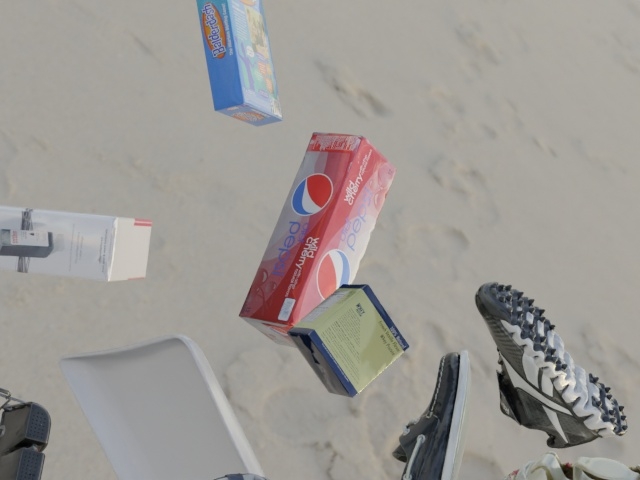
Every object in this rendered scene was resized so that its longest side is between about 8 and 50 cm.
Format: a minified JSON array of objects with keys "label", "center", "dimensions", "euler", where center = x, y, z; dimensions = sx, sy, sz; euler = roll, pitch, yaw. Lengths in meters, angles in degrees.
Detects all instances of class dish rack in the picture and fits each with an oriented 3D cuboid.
[{"label":"dish rack","center":[-0.377,0.207,0.959],"dimensions":[0.272,0.074,0.208],"euler":[26,50,-31]}]

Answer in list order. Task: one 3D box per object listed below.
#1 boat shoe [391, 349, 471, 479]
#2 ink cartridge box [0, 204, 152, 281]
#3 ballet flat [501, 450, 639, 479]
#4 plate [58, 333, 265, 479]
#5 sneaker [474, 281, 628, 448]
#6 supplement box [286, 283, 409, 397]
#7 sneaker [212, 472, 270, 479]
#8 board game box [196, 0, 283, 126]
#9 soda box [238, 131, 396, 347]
[{"label":"boat shoe","center":[0.134,0.276,1.345],"dimensions":[0.114,0.091,0.302],"euler":[69,29,-57]},{"label":"ink cartridge box","center":[-0.363,0.002,1.476],"dimensions":[0.158,0.218,0.092],"euler":[4,93,-81]},{"label":"ballet flat","center":[0.298,0.283,1.250],"dimensions":[0.091,0.241,0.077],"euler":[-47,120,-43]},{"label":"plate","center":[-0.168,0.236,1.255],"dimensions":[0.045,0.278,0.277],"euler":[-35,104,-42]},{"label":"sneaker","center":[0.222,0.145,1.141],"dimensions":[0.234,0.106,0.078],"euler":[46,28,-19]},{"label":"supplement box","center":[0.028,0.101,1.089],"dimensions":[0.083,0.056,0.083],"euler":[-40,105,-21]},{"label":"sneaker","center":[-0.100,0.288,1.010],"dimensions":[0.086,0.226,0.163],"euler":[-7,99,-36]},{"label":"board game box","center":[-0.115,-0.275,1.497],"dimensions":[0.160,0.047,0.210],"euler":[8,71,-72]},{"label":"soda box","center":[0.000,0.000,1.320],"dimensions":[0.092,0.084,0.263],"euler":[41,64,-46]}]
